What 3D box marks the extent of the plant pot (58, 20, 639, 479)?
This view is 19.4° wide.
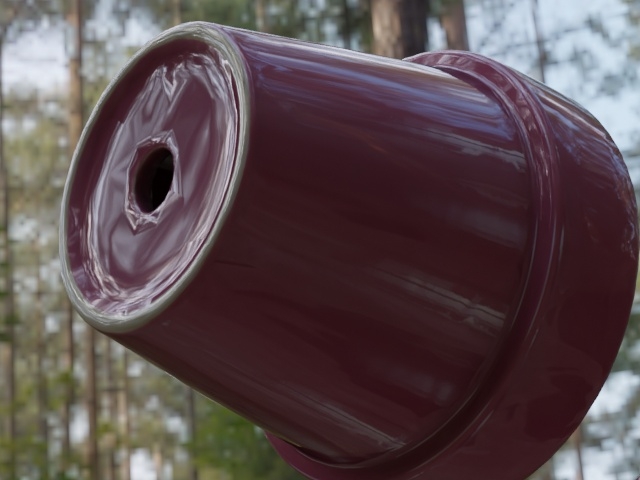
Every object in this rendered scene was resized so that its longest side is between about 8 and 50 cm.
[{"bbox_3d":[0.000,0.000,0.781,0.180,0.201,0.201,20,-36,-37],"label":"plant pot"}]

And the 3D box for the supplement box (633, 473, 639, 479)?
[{"bbox_3d":[0.329,0.258,1.456,0.194,0.191,0.129,-45,-58,12],"label":"supplement box"}]
